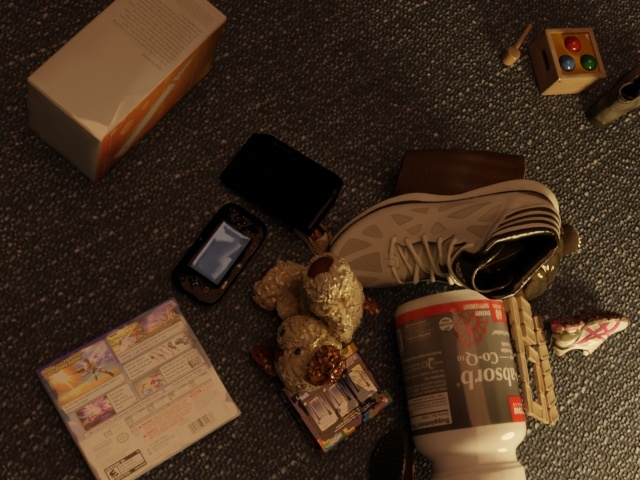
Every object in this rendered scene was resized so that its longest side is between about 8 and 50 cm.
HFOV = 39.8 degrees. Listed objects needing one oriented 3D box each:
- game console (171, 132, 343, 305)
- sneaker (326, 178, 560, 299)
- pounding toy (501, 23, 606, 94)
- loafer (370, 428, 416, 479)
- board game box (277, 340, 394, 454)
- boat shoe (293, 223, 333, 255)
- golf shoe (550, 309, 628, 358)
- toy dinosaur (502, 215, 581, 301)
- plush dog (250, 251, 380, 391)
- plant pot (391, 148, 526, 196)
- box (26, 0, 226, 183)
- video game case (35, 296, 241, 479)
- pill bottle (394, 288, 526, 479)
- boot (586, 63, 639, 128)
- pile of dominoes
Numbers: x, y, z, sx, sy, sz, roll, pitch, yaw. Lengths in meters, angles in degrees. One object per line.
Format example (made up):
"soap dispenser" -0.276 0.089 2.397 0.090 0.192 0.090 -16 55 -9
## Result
"game console" -0.133 -0.029 1.686 0.213 0.044 0.361 31 71 11
"sneaker" 0.207 0.014 1.576 0.448 0.257 0.169 -15 106 14
"pounding toy" 0.522 -0.432 2.007 0.206 0.094 0.181 -6 75 -19
"loafer" 0.143 0.460 1.626 0.078 0.080 0.220 26 61 -43
"board game box" 0.028 0.294 1.650 0.170 0.048 0.141 -32 82 -23
"boat shoe" 0.000 0.000 1.737 0.135 0.045 0.050 42 66 -1
"golf shoe" 0.559 0.194 1.841 0.186 0.067 0.086 -8 102 -19
"toy dinosaur" 0.437 0.053 1.809 0.160 0.121 0.313 39 77 -38
"plush dog" -0.010 0.166 1.596 0.211 0.262 0.225 33 68 -27
"plant pot" 0.266 -0.098 1.777 0.230 0.215 0.215 16 68 1
"box" -0.359 -0.308 1.635 0.168 0.215 0.345 41 67 -2
"video game case" -0.317 0.270 1.546 0.269 0.061 0.244 -28 84 -23
"pill bottle" 0.264 0.287 1.636 0.210 0.210 0.362 -3 74 -18
"boot" 0.728 -0.352 2.006 0.246 0.161 0.083 -38 87 -24
"pile of dominoes" 0.404 0.238 1.727 0.196 0.040 0.251 35 45 -51
